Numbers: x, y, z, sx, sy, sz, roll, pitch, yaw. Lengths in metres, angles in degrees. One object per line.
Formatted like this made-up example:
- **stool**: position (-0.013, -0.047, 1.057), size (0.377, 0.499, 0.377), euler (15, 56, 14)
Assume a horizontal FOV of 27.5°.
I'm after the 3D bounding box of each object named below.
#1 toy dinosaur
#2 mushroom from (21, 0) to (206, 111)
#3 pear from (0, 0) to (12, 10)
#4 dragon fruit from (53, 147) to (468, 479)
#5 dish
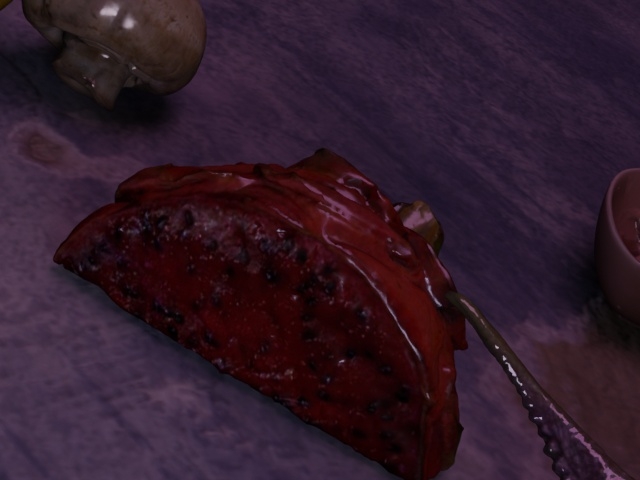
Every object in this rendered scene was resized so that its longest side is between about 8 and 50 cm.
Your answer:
- **toy dinosaur**: position (0.172, 0.164, 0.813), size (0.199, 0.072, 0.251), euler (13, 71, -18)
- **mushroom**: position (-0.178, -0.183, 1.106), size (0.166, 0.166, 0.127), euler (28, 75, 8)
- **pear**: position (-0.362, -0.278, 0.990), size (0.314, 0.314, 0.314), euler (16, 32, -11)
- **dragon fruit**: position (0.000, 0.000, 0.933), size (0.317, 0.152, 0.205), euler (29, 31, 9)
- **dish**: position (0.325, 0.035, 1.147), size (0.213, 0.090, 0.213), euler (15, 35, -11)
